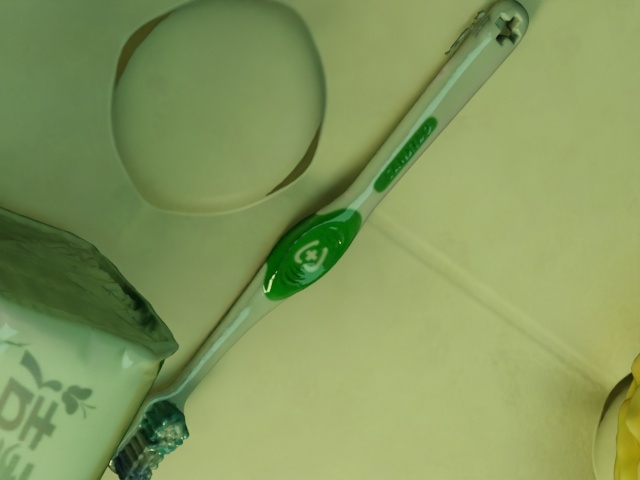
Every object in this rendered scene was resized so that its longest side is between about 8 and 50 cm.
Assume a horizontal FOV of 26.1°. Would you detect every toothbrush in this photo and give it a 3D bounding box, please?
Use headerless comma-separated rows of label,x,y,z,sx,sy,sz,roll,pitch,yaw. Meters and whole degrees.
toothbrush,-0.002,-0.002,0.929,0.042,0.040,0.418,42,87,-31

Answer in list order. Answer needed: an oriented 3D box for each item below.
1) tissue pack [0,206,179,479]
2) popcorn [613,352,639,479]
tissue pack,-0.326,0.143,0.742,0.331,0.205,0.405,24,100,-31
popcorn,0.408,0.153,1.039,0.381,0.349,0.349,-32,131,-55
